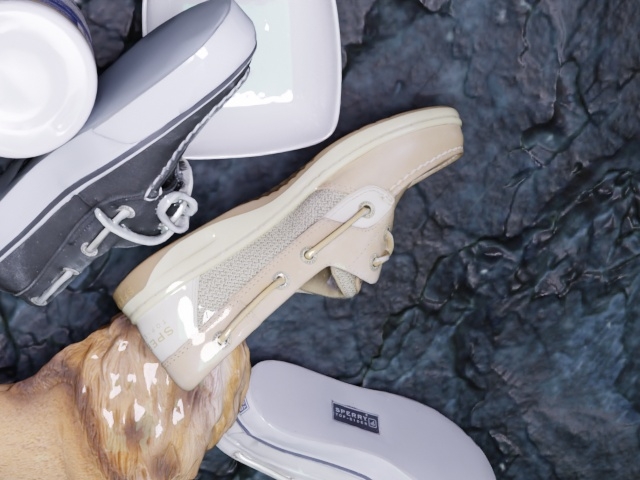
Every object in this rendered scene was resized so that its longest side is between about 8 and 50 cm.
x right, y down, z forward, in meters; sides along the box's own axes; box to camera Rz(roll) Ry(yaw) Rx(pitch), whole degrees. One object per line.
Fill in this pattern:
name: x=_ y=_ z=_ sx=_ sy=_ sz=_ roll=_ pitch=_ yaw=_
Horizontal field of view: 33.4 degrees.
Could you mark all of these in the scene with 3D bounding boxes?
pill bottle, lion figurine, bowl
pill bottle: x=-0.195 y=-0.120 z=0.690 sx=0.094 sy=0.169 sz=0.094 roll=-5 pitch=111 yaw=-12
lion figurine: x=-0.245 y=0.154 z=0.806 sx=0.391 sy=0.142 sz=0.240 roll=-4 pitch=109 yaw=-10
bowl: x=-0.059 y=-0.136 z=0.782 sx=0.142 sy=0.053 sz=0.142 roll=-7 pitch=113 yaw=-10

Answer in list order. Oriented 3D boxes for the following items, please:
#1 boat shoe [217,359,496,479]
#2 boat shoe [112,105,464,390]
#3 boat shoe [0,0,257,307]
boat shoe: x=0.030 y=0.187 z=0.917 sx=0.267 sy=0.096 sz=0.088 roll=21 pitch=133 yaw=-27
boat shoe: x=0.000 y=0.000 z=0.775 sx=0.302 sy=0.109 sz=0.098 roll=-32 pitch=83 yaw=-27
boat shoe: x=-0.134 y=-0.042 z=0.721 sx=0.306 sy=0.113 sz=0.105 roll=-36 pitch=116 yaw=29
